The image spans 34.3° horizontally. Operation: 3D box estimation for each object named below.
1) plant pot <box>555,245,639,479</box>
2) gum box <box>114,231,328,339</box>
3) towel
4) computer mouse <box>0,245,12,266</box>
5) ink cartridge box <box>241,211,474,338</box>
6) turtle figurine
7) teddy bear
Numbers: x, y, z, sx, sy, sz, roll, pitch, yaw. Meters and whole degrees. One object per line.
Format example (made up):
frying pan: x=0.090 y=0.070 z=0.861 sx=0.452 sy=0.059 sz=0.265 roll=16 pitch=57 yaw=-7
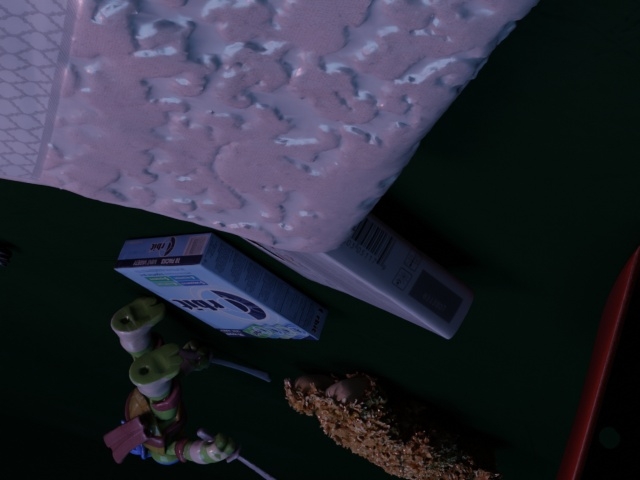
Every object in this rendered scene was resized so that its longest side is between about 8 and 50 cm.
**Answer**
plant pot: x=0.313 y=0.176 z=0.820 sx=0.267 sy=0.267 sz=0.236 roll=18 pitch=172 yaw=3
gum box: x=-0.109 y=0.054 z=1.146 sx=0.157 sy=0.041 sz=0.184 roll=-4 pitch=148 yaw=46
towel: x=-0.078 y=-0.100 z=0.558 sx=0.317 sy=0.053 sz=0.332 roll=10 pitch=152 yaw=-16
computer mouse: x=-0.446 y=-0.015 z=1.264 sx=0.106 sy=0.042 sz=0.193 roll=18 pitch=159 yaw=5
ink cartridge box: x=0.000 y=0.000 z=0.935 sx=0.189 sy=0.066 sz=0.232 roll=34 pitch=176 yaw=-35
turtle figurine: x=-0.164 y=0.197 z=1.396 sx=0.275 sy=0.197 sz=0.266 roll=3 pitch=140 yaw=13
teddy bear: x=0.097 y=0.278 z=1.431 sx=0.245 sy=0.113 sz=0.338 roll=3 pitch=154 yaw=41
